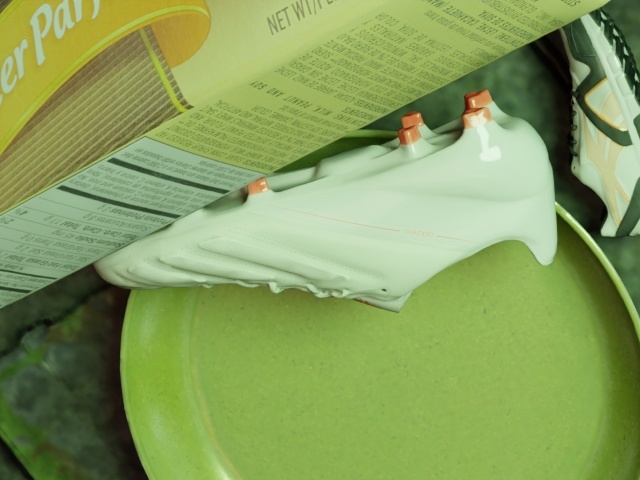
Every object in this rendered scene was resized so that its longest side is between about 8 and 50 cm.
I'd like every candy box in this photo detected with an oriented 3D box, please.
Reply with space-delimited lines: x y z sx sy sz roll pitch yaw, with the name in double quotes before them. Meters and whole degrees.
"candy box" -0.067 -0.110 0.625 0.316 0.087 0.183 -25 68 29

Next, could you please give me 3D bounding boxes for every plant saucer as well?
"plant saucer" 0.029 0.064 0.741 0.241 0.037 0.241 5 109 14

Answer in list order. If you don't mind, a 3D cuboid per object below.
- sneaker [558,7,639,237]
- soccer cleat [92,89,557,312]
"sneaker" 0.116 -0.049 0.680 0.043 0.040 0.109 -21 101 22
"soccer cleat" 0.000 0.000 0.675 0.196 0.068 0.076 -15 106 16
